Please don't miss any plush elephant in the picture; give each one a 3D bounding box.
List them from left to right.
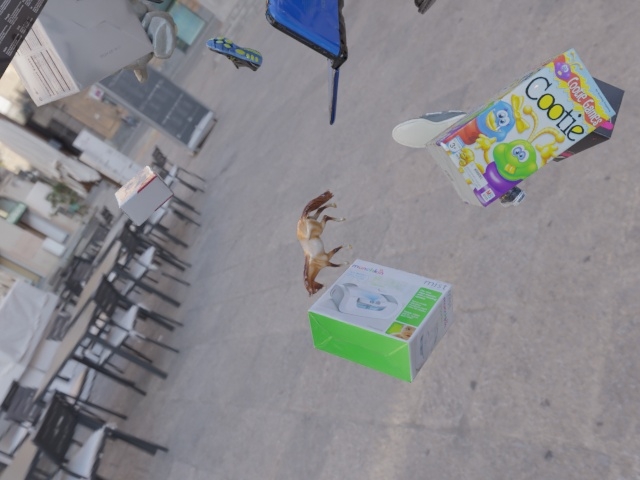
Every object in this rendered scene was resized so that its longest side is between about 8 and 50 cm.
[{"bbox_3d":[-0.584,-0.620,1.954,0.330,0.272,0.255,104,154,-76],"label":"plush elephant"}]

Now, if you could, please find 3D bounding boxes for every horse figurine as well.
[{"bbox_3d":[0.000,0.000,1.677,0.175,0.263,0.066,-21,17,-33],"label":"horse figurine"}]

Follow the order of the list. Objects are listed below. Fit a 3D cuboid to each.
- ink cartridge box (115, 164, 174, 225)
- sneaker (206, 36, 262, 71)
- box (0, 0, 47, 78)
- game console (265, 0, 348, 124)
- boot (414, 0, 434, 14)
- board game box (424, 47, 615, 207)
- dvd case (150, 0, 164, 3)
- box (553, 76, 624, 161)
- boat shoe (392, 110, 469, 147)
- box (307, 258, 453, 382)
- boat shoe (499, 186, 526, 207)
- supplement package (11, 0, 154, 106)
[{"bbox_3d":[-0.471,-0.124,1.669,0.127,0.072,0.175,-43,26,-5],"label":"ink cartridge box"},{"bbox_3d":[-0.283,-0.598,2.030,0.078,0.188,0.067,120,168,-54],"label":"sneaker"},{"bbox_3d":[-0.508,-0.217,0.847,0.243,0.076,0.307,-25,43,29],"label":"box"},{"bbox_3d":[-0.033,-0.430,1.299,0.173,0.250,0.293,-43,36,40],"label":"game console"},{"bbox_3d":[0.125,-0.534,1.043,0.091,0.229,0.262,-51,-19,-40],"label":"boot"},{"bbox_3d":[0.352,-0.199,1.135,0.275,0.144,0.142,-36,6,2],"label":"board game box"},{"bbox_3d":[-0.491,-0.702,1.546,0.030,0.239,0.179,-1,95,35],"label":"dvd case"},{"bbox_3d":[0.665,-0.333,1.710,0.270,0.165,0.143,137,154,-81],"label":"box"},{"bbox_3d":[0.433,-0.437,2.413,0.320,0.116,0.099,-9,31,4],"label":"boat shoe"},{"bbox_3d":[0.146,0.179,1.463,0.262,0.126,0.231,15,40,32],"label":"box"},{"bbox_3d":[0.547,-0.148,1.850,0.065,0.083,0.183,-50,-1,4],"label":"boat shoe"},{"bbox_3d":[-0.528,-0.443,1.341,0.145,0.203,0.261,-8,30,31],"label":"supplement package"}]
